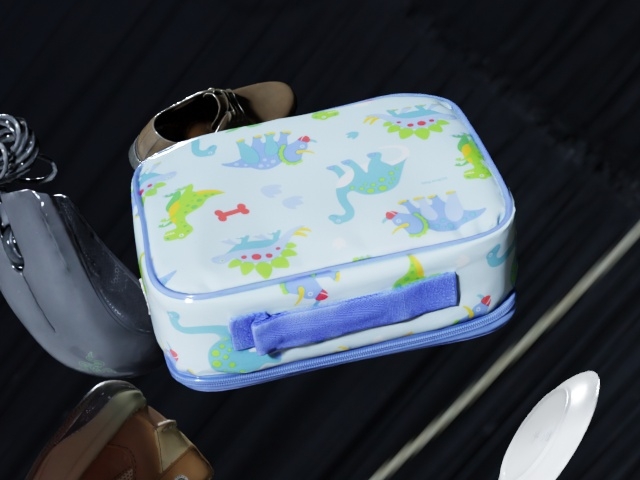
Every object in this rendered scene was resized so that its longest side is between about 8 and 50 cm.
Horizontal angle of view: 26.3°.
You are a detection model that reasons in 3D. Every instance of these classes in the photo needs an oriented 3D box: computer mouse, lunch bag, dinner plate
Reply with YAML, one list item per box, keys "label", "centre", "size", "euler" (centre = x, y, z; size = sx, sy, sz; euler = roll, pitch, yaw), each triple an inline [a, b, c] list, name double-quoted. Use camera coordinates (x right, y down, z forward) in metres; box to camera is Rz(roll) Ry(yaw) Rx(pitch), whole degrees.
- label: "computer mouse"
  centre: [-0.250, 0.033, 1.234]
  size: [0.272, 0.188, 0.072]
  euler: [49, 42, -13]
- label: "lunch bag"
  centre: [0.000, 0.000, 0.813]
  size: [0.176, 0.219, 0.090]
  euler: [-112, -169, -54]
- label: "dinner plate"
  centre: [0.179, 0.163, 1.116]
  size: [0.017, 0.141, 0.141]
  euler: [33, 14, -6]

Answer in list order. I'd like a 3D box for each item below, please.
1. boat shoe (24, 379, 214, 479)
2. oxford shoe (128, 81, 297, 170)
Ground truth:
- label: "boat shoe"
  centre: [-0.190, 0.250, 0.930]
  size: [0.120, 0.324, 0.122]
  euler: [34, -18, 4]
- label: "oxford shoe"
  centre: [-0.111, -0.141, 1.613]
  size: [0.227, 0.096, 0.083]
  euler: [-28, 76, -32]
